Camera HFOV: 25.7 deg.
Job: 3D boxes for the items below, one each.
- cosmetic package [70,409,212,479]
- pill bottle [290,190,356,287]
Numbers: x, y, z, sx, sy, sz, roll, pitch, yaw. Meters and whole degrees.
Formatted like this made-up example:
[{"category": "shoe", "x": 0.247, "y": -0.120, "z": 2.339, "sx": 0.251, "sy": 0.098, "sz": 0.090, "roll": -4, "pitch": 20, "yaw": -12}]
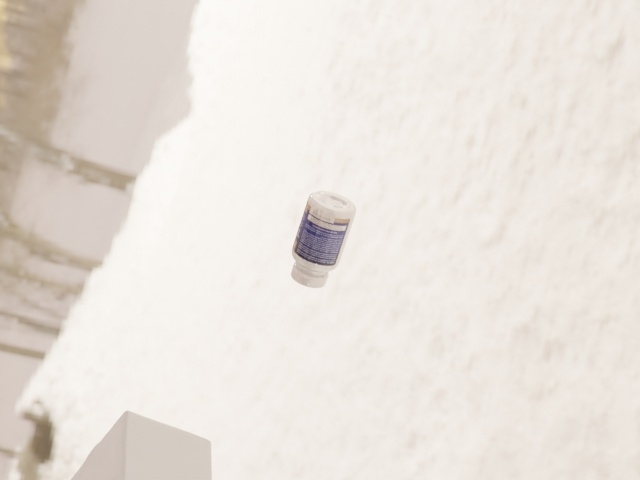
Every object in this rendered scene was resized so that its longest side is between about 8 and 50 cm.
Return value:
[{"category": "cosmetic package", "x": -0.277, "y": 0.504, "z": 2.060, "sx": 0.230, "sy": 0.161, "sz": 0.453, "roll": -50, "pitch": 29, "yaw": 32}, {"category": "pill bottle", "x": 0.000, "y": 0.000, "z": 1.865, "sx": 0.067, "sy": 0.067, "sz": 0.120, "roll": -107, "pitch": 32, "yaw": -62}]
